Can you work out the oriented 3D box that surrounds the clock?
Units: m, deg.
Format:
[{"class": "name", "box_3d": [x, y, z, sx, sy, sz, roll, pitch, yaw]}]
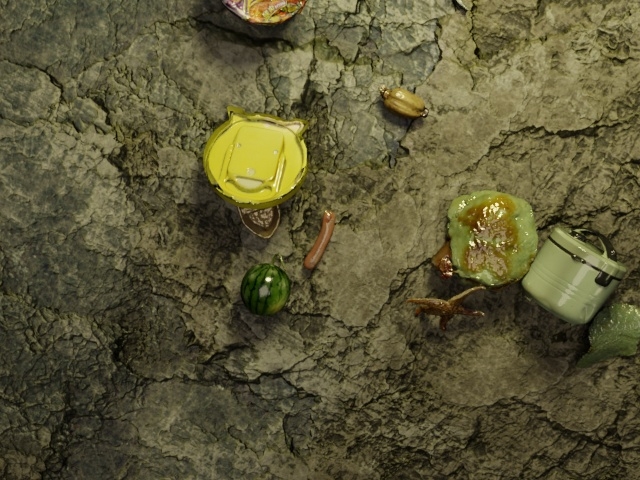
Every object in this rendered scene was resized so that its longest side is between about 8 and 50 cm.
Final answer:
[{"class": "clock", "box_3d": [-0.168, -0.212, 1.645, 0.277, 0.071, 0.294, 16, 66, 6]}]

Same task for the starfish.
[{"class": "starfish", "box_3d": [0.353, 0.183, 1.708, 0.213, 0.057, 0.238, 21, 144, -25]}]

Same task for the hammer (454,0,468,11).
[{"class": "hammer", "box_3d": [0.464, -0.647, 1.594, 0.246, 0.029, 0.103, -1, 101, 2]}]

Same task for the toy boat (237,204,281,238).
[{"class": "toy boat", "box_3d": [-0.171, -0.098, 1.722, 0.116, 0.061, 0.188, -16, 100, 5]}]

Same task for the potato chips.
[{"class": "potato chips", "box_3d": [0.824, 0.284, 1.755, 0.167, 0.059, 0.228, 18, 102, -11]}]

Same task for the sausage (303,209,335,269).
[{"class": "sausage", "box_3d": [0.000, 0.000, 1.743, 0.047, 0.040, 0.177, 25, 102, 4]}]

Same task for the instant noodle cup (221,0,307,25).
[{"class": "instant noodle cup", "box_3d": [-0.130, -0.654, 1.538, 0.251, 0.190, 0.251, 0, 102, 2]}]

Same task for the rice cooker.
[{"class": "rice cooker", "box_3d": [0.672, 0.084, 1.638, 0.226, 0.226, 0.244, 25, 108, -2]}]

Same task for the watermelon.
[{"class": "watermelon", "box_3d": [-0.147, 0.119, 1.728, 0.140, 0.141, 0.187, 20, 99, -1]}]

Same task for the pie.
[{"class": "pie", "box_3d": [0.454, 0.002, 1.674, 0.257, 0.105, 0.275, 19, 93, 17]}]

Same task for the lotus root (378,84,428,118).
[{"class": "lotus root", "box_3d": [0.217, -0.367, 1.645, 0.151, 0.063, 0.072, 27, 129, -10]}]
